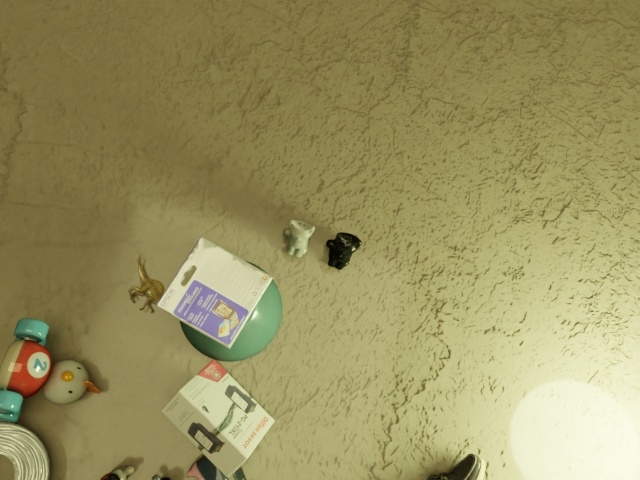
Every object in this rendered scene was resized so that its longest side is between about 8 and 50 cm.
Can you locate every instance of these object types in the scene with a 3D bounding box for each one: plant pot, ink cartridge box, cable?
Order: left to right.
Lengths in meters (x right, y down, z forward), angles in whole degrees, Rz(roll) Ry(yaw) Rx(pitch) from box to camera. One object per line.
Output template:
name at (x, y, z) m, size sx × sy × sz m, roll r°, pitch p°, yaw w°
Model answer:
cable at (-0.802, 0.580, 1.306) m, size 0.257 × 0.089 × 0.257 m, roll 43°, pitch 65°, yaw 0°
ink cartridge box at (-0.257, 0.126, 1.316) m, size 0.208 × 0.045 × 0.206 m, roll 31°, pitch 76°, yaw -1°
ink cartridge box at (-0.258, 0.452, 1.373) m, size 0.237 × 0.172 × 0.100 m, roll 44°, pitch 115°, yaw 4°
plant pot at (-0.242, 0.179, 1.432) m, size 0.291 × 0.195 × 0.289 m, roll 2°, pitch 78°, yaw -7°

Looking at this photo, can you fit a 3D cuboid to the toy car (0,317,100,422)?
toy car at (-0.672, 0.344, 1.345) m, size 0.238 × 0.210 × 0.219 m, roll 18°, pitch 56°, yaw -21°

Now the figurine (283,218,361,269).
figurine at (0.000, 0.000, 1.497) m, size 0.215 × 0.209 × 0.092 m, roll 16°, pitch 76°, yaw -4°

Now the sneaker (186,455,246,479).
sneaker at (-0.235, 0.702, 1.372) m, size 0.131 × 0.112 × 0.318 m, roll -26°, pitch 76°, yaw -3°

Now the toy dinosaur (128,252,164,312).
toy dinosaur at (-0.487, 0.135, 1.492) m, size 0.093 × 0.053 × 0.183 m, roll -33°, pitch 91°, yaw -29°

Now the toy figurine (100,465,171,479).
toy figurine at (-0.474, 0.675, 1.315) m, size 0.213 × 0.148 × 0.209 m, roll 20°, pitch 76°, yaw -3°

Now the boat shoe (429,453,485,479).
boat shoe at (0.332, 0.686, 1.449) m, size 0.092 × 0.103 × 0.285 m, roll 45°, pitch 82°, yaw -2°
